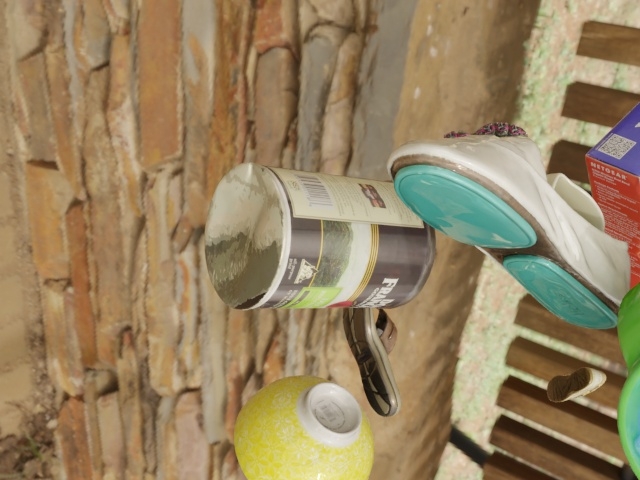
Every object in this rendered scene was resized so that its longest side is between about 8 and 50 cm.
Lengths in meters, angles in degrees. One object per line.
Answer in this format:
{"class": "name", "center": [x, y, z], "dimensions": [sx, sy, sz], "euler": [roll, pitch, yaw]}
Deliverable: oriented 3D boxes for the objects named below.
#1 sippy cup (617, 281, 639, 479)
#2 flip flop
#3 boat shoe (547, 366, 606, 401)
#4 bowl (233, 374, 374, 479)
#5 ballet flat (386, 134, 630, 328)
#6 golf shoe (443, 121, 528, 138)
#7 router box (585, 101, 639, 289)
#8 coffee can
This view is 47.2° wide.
{"class": "sippy cup", "center": [0.459, 0.161, 0.740], "dimensions": [0.224, 0.240, 0.305], "euler": [-24, 101, -41]}
{"class": "flip flop", "center": [0.112, 0.197, 1.409], "dimensions": [0.080, 0.276, 0.112], "euler": [-10, 162, -24]}
{"class": "boat shoe", "center": [0.458, 0.262, 1.314], "dimensions": [0.135, 0.045, 0.050], "euler": [131, -37, -62]}
{"class": "bowl", "center": [-0.005, 0.363, 1.411], "dimensions": [0.289, 0.289, 0.156], "euler": [-29, 157, -49]}
{"class": "ballet flat", "center": [0.220, -0.032, 0.798], "dimensions": [0.400, 0.139, 0.139], "euler": [33, 78, -35]}
{"class": "golf shoe", "center": [0.353, -0.205, 1.579], "dimensions": [0.086, 0.186, 0.067], "euler": [51, 38, -60]}
{"class": "router box", "center": [0.526, -0.107, 1.014], "dimensions": [0.335, 0.082, 0.301], "euler": [-42, 135, -11]}
{"class": "coffee can", "center": [0.000, 0.000, 1.066], "dimensions": [0.276, 0.202, 0.201], "euler": [4, 106, -38]}
